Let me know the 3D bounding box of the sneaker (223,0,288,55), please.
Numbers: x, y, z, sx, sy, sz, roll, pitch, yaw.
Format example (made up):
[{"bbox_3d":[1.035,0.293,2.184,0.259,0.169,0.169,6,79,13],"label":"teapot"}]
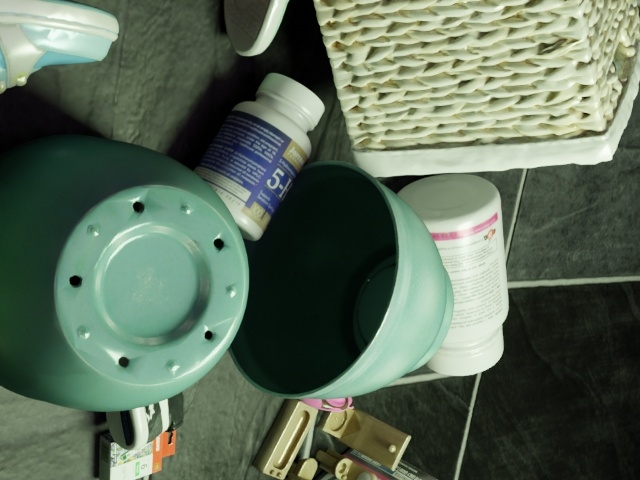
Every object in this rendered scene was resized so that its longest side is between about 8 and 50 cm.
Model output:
[{"bbox_3d":[-0.021,-0.336,1.179,0.151,0.094,0.255,7,101,-49],"label":"sneaker"}]

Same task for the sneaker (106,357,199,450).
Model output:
[{"bbox_3d":[-0.205,0.135,1.192,0.121,0.079,0.216,-23,120,-51],"label":"sneaker"}]

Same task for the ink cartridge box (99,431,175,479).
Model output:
[{"bbox_3d":[-0.224,0.264,1.244,0.115,0.029,0.062,-10,111,-42],"label":"ink cartridge box"}]

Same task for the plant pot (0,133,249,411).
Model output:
[{"bbox_3d":[-0.205,0.037,0.969,0.293,0.235,0.292,-2,94,-31],"label":"plant pot"}]

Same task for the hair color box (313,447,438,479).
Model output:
[{"bbox_3d":[0.014,0.461,1.451,0.347,0.174,0.105,-36,127,-31],"label":"hair color box"}]

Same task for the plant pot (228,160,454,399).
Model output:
[{"bbox_3d":[0.044,0.069,1.238,0.196,0.293,0.293,22,88,-43],"label":"plant pot"}]

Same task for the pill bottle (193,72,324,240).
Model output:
[{"bbox_3d":[-0.076,-0.104,1.195,0.112,0.112,0.186,41,76,-45],"label":"pill bottle"}]

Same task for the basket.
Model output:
[{"bbox_3d":[0.203,-0.270,1.211,0.328,0.331,0.266,-56,134,-48],"label":"basket"}]

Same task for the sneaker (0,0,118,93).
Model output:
[{"bbox_3d":[-0.344,-0.134,0.910,0.319,0.127,0.208,-4,106,-34],"label":"sneaker"}]

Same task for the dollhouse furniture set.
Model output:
[{"bbox_3d":[0.018,0.308,1.434,0.151,0.123,0.144,36,78,-46],"label":"dollhouse furniture set"}]

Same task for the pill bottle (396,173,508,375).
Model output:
[{"bbox_3d":[0.203,0.055,1.500,0.160,0.160,0.283,-31,125,-34],"label":"pill bottle"}]

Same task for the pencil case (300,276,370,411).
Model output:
[{"bbox_3d":[0.031,0.139,1.411,0.098,0.095,0.209,17,93,-16],"label":"pencil case"}]
